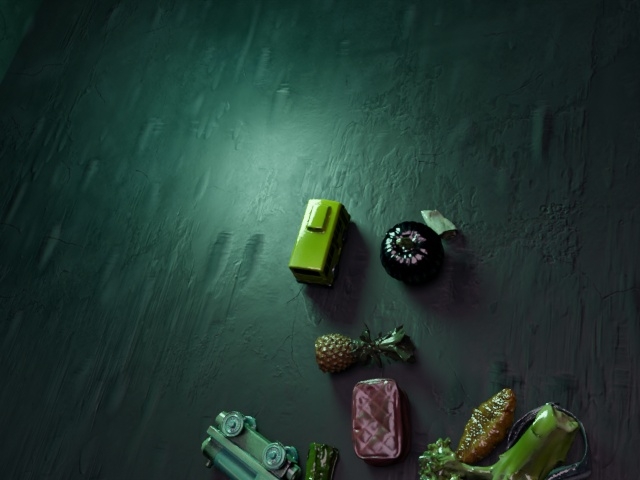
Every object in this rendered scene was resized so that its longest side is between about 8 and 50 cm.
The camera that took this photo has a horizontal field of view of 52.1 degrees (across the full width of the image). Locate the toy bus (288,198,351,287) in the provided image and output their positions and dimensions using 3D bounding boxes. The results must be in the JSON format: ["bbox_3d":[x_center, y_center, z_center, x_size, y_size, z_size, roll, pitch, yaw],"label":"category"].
[{"bbox_3d":[0.000,0.000,2.044,0.127,0.150,0.262,7,65,21],"label":"toy bus"}]

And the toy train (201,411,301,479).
[{"bbox_3d":[-0.200,0.609,1.814,0.298,0.120,0.194,28,80,29],"label":"toy train"}]

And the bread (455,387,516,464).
[{"bbox_3d":[0.428,0.481,1.675,0.233,0.076,0.105,-54,30,3],"label":"bread"}]

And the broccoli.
[{"bbox_3d":[0.460,0.604,1.500,0.396,0.275,0.353,-26,91,5],"label":"broccoli"}]

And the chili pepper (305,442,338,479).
[{"bbox_3d":[-0.025,0.719,1.723,0.084,0.076,0.359,14,66,-2],"label":"chili pepper"}]

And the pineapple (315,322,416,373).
[{"bbox_3d":[0.127,0.313,1.857,0.277,0.119,0.130,-11,41,11],"label":"pineapple"}]

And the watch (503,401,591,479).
[{"bbox_3d":[0.559,0.513,1.626,0.206,0.068,0.193,-20,55,4],"label":"watch"}]

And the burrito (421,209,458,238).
[{"bbox_3d":[0.360,-0.054,2.004,0.074,0.044,0.118,-15,50,-28],"label":"burrito"}]

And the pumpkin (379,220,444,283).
[{"bbox_3d":[0.271,0.034,1.941,0.194,0.150,0.194,5,65,-12],"label":"pumpkin"}]

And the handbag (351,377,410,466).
[{"bbox_3d":[0.161,0.483,1.743,0.146,0.135,0.225,-7,65,15],"label":"handbag"}]
